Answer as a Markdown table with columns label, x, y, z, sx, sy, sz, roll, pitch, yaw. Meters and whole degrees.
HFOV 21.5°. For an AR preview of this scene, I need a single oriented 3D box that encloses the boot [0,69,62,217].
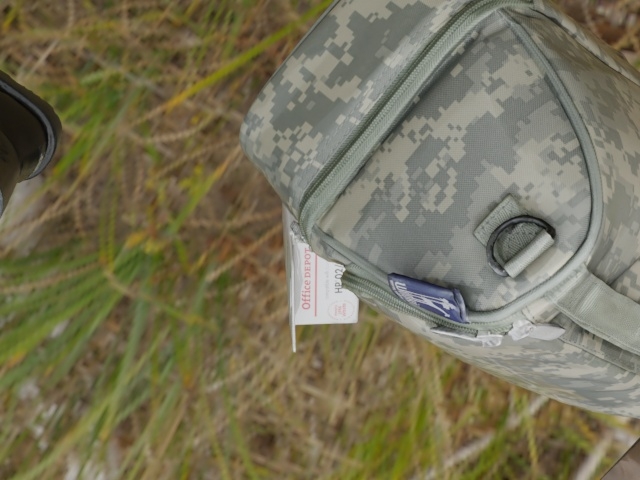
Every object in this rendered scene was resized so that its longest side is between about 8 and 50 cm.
| label | x | y | z | sx | sy | sz | roll | pitch | yaw |
| --- | --- | --- | --- | --- | --- | --- | --- | --- | --- |
| boot | -0.310 | -0.099 | 1.190 | 0.246 | 0.207 | 0.094 | 32 | 106 | -3 |

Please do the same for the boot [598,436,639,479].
| label | x | y | z | sx | sy | sz | roll | pitch | yaw |
| --- | --- | --- | --- | --- | --- | --- | --- | --- | --- |
| boot | 0.219 | 0.251 | 1.262 | 0.115 | 0.112 | 0.305 | 42 | 146 | 11 |

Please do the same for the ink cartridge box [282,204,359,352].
| label | x | y | z | sx | sy | sz | roll | pitch | yaw |
| --- | --- | --- | --- | --- | --- | --- | --- | --- | --- |
| ink cartridge box | 0.000 | 0.000 | 1.442 | 0.062 | 0.181 | 0.104 | -2 | 129 | -3 |

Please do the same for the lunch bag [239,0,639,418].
| label | x | y | z | sx | sy | sz | roll | pitch | yaw |
| --- | --- | --- | --- | --- | --- | --- | --- | --- | --- |
| lunch bag | 0.133 | -0.017 | 1.037 | 0.212 | 0.256 | 0.305 | -49 | 141 | 12 |
